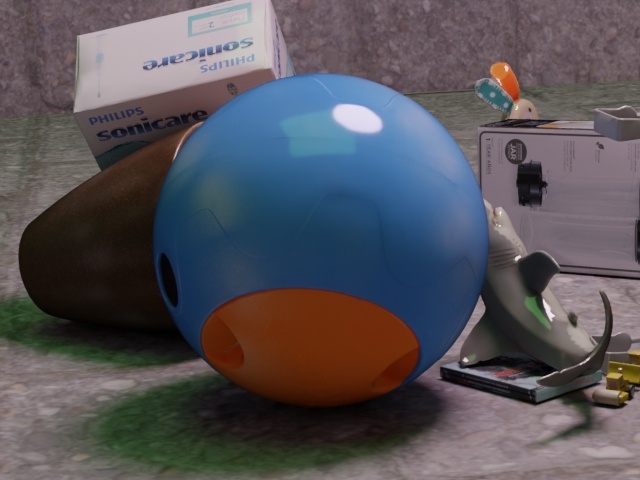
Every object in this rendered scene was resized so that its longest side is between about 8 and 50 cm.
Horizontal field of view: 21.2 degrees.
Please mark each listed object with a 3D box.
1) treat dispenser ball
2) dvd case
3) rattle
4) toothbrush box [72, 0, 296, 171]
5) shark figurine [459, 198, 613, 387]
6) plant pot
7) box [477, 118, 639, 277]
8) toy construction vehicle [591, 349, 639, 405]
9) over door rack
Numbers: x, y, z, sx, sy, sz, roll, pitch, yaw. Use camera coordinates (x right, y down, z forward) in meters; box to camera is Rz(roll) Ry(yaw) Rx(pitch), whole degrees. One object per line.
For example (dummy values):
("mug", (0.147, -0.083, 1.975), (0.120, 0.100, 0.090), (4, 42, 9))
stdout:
("treat dispenser ball", (0.000, 0.000, 1.467), (0.288, 0.288, 0.288), (-2, 12, 1))
("dvd case", (0.179, 0.119, 1.529), (0.087, 0.013, 0.119), (-12, 16, -38))
("rattle", (0.287, -0.130, 2.232), (0.130, 0.200, 0.143), (-9, 14, -29))
("toothbrush box", (-0.120, -0.103, 1.859), (0.216, 0.295, 0.126), (-13, 49, 9))
("shark figurine", (0.180, 0.084, 1.510), (0.116, 0.166, 0.278), (-29, 34, -4))
("plant pot", (-0.187, 0.006, 1.753), (0.230, 0.215, 0.215), (-12, 6, 28))
("box", (0.326, -0.048, 1.929), (0.290, 0.169, 0.087), (3, 11, 31))
("toy construction vehicle", (0.283, 0.116, 1.470), (0.086, 0.035, 0.098), (6, 15, 35))
("over door rack", (0.377, -0.024, 1.619), (0.324, 0.239, 0.108), (-8, 15, -28))
